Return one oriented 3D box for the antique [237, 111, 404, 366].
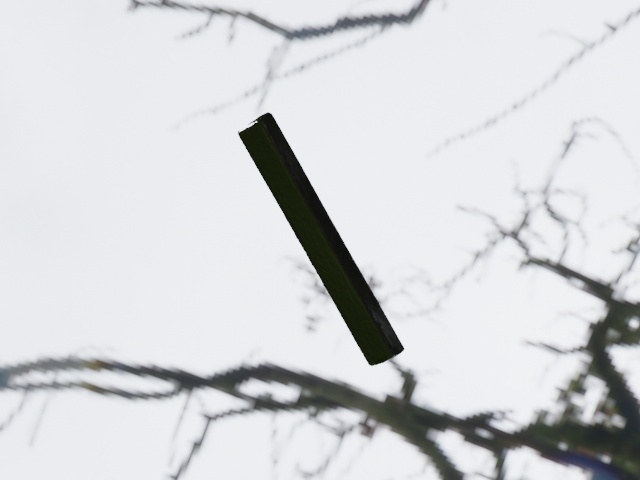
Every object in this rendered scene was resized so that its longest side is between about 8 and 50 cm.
[{"bbox_3d":[0.000,0.000,1.231,0.015,0.192,0.031,-32,-175,-40],"label":"antique"}]
